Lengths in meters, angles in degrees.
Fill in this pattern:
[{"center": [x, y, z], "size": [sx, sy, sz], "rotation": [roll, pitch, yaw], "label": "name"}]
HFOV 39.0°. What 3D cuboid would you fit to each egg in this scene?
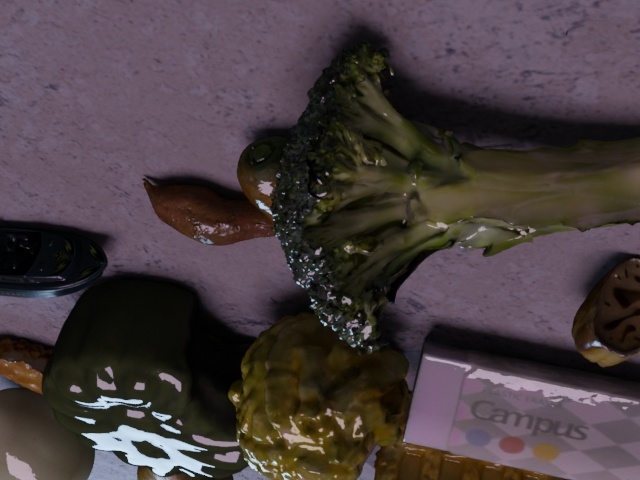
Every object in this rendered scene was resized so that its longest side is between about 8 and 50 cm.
[{"center": [-0.526, 0.373, 1.657], "size": [0.188, 0.189, 0.254], "rotation": [-10, 133, 32], "label": "egg"}]

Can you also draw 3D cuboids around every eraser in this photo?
[{"center": [0.319, 0.245, 1.218], "size": [0.396, 0.082, 0.213], "rotation": [11, 126, 7], "label": "eraser"}]

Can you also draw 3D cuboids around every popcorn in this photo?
[{"center": [0.006, 0.207, 1.189], "size": [0.259, 0.259, 0.212], "rotation": [14, 168, 3], "label": "popcorn"}]

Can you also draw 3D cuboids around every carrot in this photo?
[{"center": [0.000, 0.000, 1.025], "size": [0.078, 0.078, 0.298], "rotation": [-8, 137, 30], "label": "carrot"}]

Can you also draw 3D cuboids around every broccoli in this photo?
[{"center": [0.130, -0.064, 0.839], "size": [0.361, 0.252, 0.221], "rotation": [-20, 149, -10], "label": "broccoli"}]

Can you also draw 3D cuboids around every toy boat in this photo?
[{"center": [-0.391, 0.026, 1.206], "size": [0.246, 0.093, 0.103], "rotation": [3, 151, 18], "label": "toy boat"}]

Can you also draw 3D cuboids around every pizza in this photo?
[{"center": [-0.460, 0.222, 1.536], "size": [0.246, 0.058, 0.127], "rotation": [11, 146, 9], "label": "pizza"}]

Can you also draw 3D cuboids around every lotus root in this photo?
[{"center": [0.345, 0.081, 1.010], "size": [0.159, 0.095, 0.135], "rotation": [-18, 160, -23], "label": "lotus root"}]

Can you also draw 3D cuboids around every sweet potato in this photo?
[{"center": [-0.109, -0.021, 1.056], "size": [0.226, 0.068, 0.068], "rotation": [14, 145, 1], "label": "sweet potato"}]

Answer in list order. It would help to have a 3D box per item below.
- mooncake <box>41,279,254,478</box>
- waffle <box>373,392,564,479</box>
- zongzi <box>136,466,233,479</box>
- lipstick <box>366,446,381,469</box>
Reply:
[{"center": [-0.239, 0.217, 1.337], "size": [0.351, 0.187, 0.351], "rotation": [10, 147, 6], "label": "mooncake"}, {"center": [0.217, 0.329, 1.329], "size": [0.274, 0.168, 0.057], "rotation": [10, 150, 5], "label": "waffle"}, {"center": [-0.247, 0.431, 1.720], "size": [0.194, 0.099, 0.197], "rotation": [21, 138, -8], "label": "zongzi"}, {"center": [0.067, 0.291, 1.418], "size": [0.066, 0.068, 0.317], "rotation": [-15, 135, 35], "label": "lipstick"}]
